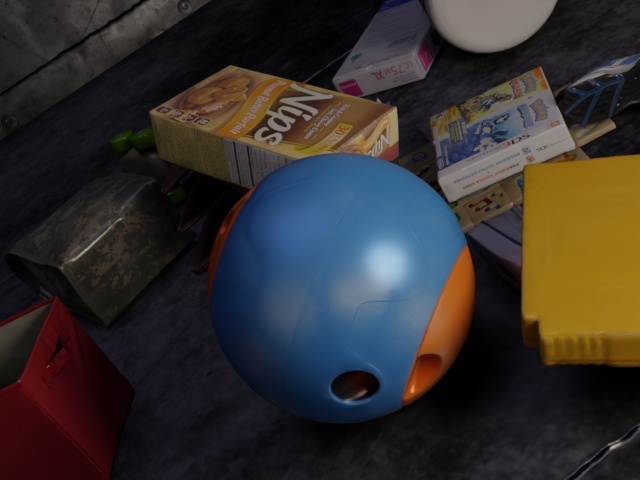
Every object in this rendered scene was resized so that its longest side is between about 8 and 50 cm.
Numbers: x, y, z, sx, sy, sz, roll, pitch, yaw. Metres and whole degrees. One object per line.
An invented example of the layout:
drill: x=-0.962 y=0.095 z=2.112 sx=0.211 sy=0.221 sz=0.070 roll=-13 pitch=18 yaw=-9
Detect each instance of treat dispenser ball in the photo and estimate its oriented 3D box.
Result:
treat dispenser ball: x=0.021 y=0.050 z=0.990 sx=0.288 sy=0.288 sz=0.288 roll=-25 pitch=28 yaw=15

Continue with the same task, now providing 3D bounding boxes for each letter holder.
letter holder: x=-0.179 y=-0.119 z=1.580 sx=0.214 sy=0.152 sz=0.302 roll=-37 pitch=24 yaw=28

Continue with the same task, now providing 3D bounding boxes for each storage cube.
storage cube: x=-0.393 y=0.228 z=1.241 sx=0.214 sy=0.193 sz=0.184 roll=-24 pitch=29 yaw=15

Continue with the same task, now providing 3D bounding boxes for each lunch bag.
lunch bag: x=-0.407 y=0.004 z=1.645 sx=0.287 sy=0.169 sz=0.235 roll=12 pitch=52 yaw=48

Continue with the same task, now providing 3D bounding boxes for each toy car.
toy car: x=-0.298 y=-0.179 z=1.857 sx=0.148 sy=0.155 sz=0.188 roll=1 pitch=33 yaw=47

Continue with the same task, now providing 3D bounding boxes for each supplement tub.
supplement tub: x=0.270 y=-0.501 z=1.641 sx=0.235 sy=0.235 sz=0.325 roll=-27 pitch=35 yaw=11

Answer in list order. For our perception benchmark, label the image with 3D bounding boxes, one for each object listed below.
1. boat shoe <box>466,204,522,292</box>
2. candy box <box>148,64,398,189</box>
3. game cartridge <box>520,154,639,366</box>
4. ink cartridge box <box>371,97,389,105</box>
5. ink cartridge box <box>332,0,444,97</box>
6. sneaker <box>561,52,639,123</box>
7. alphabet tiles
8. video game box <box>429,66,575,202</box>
boat shoe: x=0.255 y=0.024 z=1.008 sx=0.088 sy=0.096 sz=0.267 roll=-39 pitch=19 yaw=-1
candy box: x=-0.068 y=-0.153 z=1.318 sx=0.316 sy=0.088 sz=0.183 roll=19 pitch=43 yaw=33
game cartridge: x=0.354 y=0.007 z=0.870 sx=0.323 sy=0.053 sz=0.285 roll=-4 pitch=36 yaw=16
ink cartridge box: x=0.020 y=-0.170 z=1.610 sx=0.206 sy=0.045 sz=0.208 roll=-24 pitch=28 yaw=21
ink cartridge box: x=0.161 y=-0.400 z=1.814 sx=0.185 sy=0.065 sz=0.311 roll=-10 pitch=37 yaw=35
sneaker: x=0.427 y=-0.221 z=1.226 sx=0.211 sy=0.080 sz=0.081 roll=-11 pitch=25 yaw=21
alphabet tiles: x=0.238 y=-0.113 z=1.327 sx=0.342 sy=0.011 sz=0.285 roll=-29 pitch=27 yaw=8
video game box: x=0.252 y=-0.155 z=1.318 sx=0.187 sy=0.048 sz=0.205 roll=-22 pitch=29 yaw=15
